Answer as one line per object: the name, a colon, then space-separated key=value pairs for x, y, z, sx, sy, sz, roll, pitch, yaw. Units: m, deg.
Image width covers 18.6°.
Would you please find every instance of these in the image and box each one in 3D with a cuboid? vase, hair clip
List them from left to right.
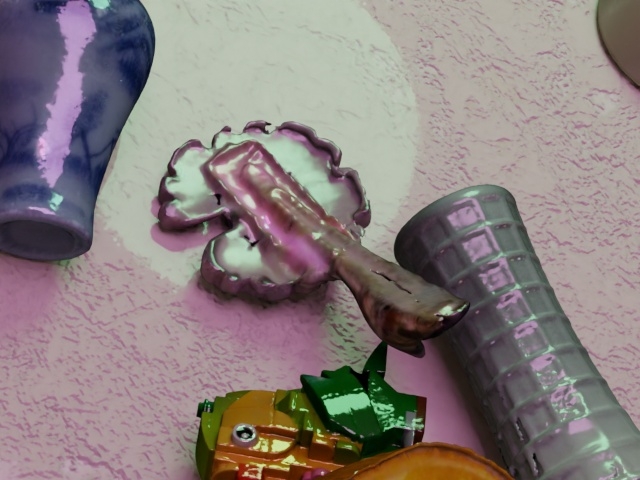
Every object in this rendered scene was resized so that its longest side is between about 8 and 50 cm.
hair clip: x=0.001 y=0.007 z=1.583 sx=0.173 sy=0.069 sz=0.300 roll=-27 pitch=49 yaw=-30
vase: x=0.166 y=0.104 z=1.568 sx=0.143 sy=0.143 sz=0.299 roll=-14 pitch=63 yaw=-26

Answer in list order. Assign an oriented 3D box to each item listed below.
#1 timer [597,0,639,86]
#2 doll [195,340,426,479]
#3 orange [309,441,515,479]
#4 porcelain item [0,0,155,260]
timer: x=0.384 y=-0.261 z=1.780 sx=0.175 sy=0.266 sz=0.175 roll=9 pitch=58 yaw=-15
doll: x=-0.007 y=0.150 z=1.494 sx=0.186 sy=0.106 sz=0.134 roll=-10 pitch=47 yaw=-24
orange: x=0.024 y=0.281 z=1.342 sx=0.274 sy=0.274 sz=0.310 roll=36 pitch=17 yaw=4
porcelain item: x=-0.211 y=-0.117 z=1.572 sx=0.141 sy=0.141 sz=0.259 roll=13 pitch=66 yaw=-12
